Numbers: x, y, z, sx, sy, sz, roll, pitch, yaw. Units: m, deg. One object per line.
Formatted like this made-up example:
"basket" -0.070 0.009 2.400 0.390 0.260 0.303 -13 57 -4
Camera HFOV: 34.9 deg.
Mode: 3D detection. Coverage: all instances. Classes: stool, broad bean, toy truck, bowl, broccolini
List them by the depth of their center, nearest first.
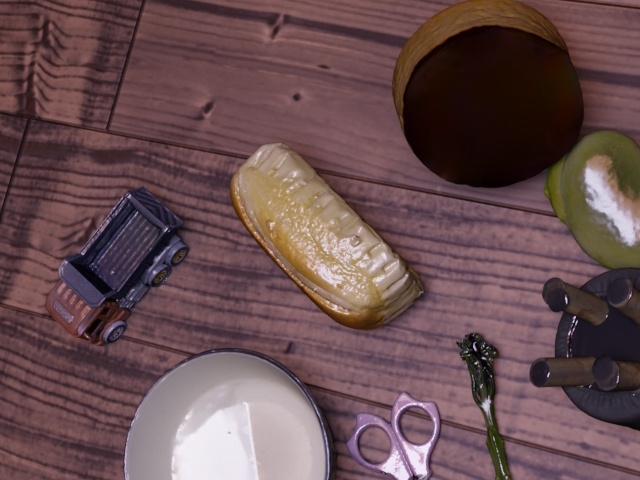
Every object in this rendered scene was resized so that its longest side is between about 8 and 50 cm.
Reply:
"stool" 0.307 0.084 0.976 0.228 0.139 0.153 -51 40 28
"broad bean" 0.314 -0.039 1.062 0.124 0.082 0.174 -41 70 10
"broccolini" 0.180 0.206 1.085 0.042 0.044 0.218 -7 82 1
"bowl" -0.084 0.240 1.110 0.237 0.126 0.238 -3 78 17
"toy truck" -0.244 0.033 1.223 0.083 0.092 0.192 40 93 20

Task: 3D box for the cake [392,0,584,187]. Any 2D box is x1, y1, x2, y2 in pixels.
"cake" 0.181 -0.174 1.094 0.207 0.185 0.178 -32 27 30

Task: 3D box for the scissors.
"scissors" 0.109 0.271 1.097 0.110 0.021 0.212 -28 72 7

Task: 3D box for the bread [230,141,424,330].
"bread" 0.000 0.000 1.125 0.106 0.140 0.236 -45 69 1
